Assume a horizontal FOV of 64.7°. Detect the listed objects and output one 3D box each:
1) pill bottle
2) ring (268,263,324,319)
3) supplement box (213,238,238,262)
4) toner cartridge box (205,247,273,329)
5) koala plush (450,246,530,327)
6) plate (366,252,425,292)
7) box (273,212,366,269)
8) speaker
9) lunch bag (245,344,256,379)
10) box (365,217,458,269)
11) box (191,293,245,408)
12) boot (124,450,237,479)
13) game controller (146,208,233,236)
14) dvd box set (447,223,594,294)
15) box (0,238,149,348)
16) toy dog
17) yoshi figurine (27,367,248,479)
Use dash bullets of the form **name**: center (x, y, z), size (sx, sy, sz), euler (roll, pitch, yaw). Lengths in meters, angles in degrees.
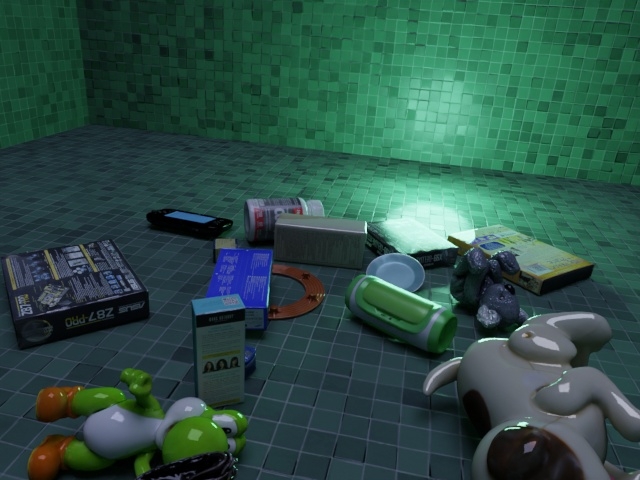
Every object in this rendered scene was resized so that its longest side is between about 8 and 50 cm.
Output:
- **pill bottle**: center (-0.138, -0.082, 1.909), size (0.284, 0.161, 0.161), euler (-4, 25, -17)
- **ring**: center (-0.155, 0.142, 1.554), size (0.337, 0.032, 0.336), euler (4, 24, -2)
- **supplement box**: center (-0.326, 0.034, 1.741), size (0.083, 0.056, 0.083), euler (-1, 24, -11)
- **toner cartridge box**: center (-0.224, 0.128, 1.443), size (0.165, 0.075, 0.347), euler (3, 24, -4)
- **koala plush**: center (0.502, 0.165, 1.479), size (0.196, 0.203, 0.221), euler (4, 41, -31)
- **plate**: center (0.242, 0.115, 1.637), size (0.188, 0.024, 0.188), euler (-3, 43, 3)
- **box**: center (0.000, 0.000, 1.768), size (0.312, 0.147, 0.121), euler (7, 23, 3)
- **speaker**: center (0.214, 0.195, 1.376), size (0.297, 0.131, 0.131), euler (23, 30, 36)
- **lunch bag**: center (-0.202, 0.276, 1.191), size (0.099, 0.065, 0.067), euler (12, 25, 17)
- **box**: center (0.317, 0.011, 1.879), size (0.243, 0.076, 0.307), euler (-7, 26, -24)
- **box**: center (-0.213, 0.236, 1.058), size (0.101, 0.244, 0.060), euler (-6, 26, -22)
- **boot**: center (-0.133, 0.395, 0.722), size (0.263, 0.228, 0.091), euler (-5, 25, -20)
- **game controller**: center (-0.505, -0.078, 1.960), size (0.320, 0.067, 0.166), euler (11, 24, 14)
- **dvd box set**: center (0.725, 0.055, 1.866), size (0.308, 0.062, 0.420), euler (-11, 27, -32)
- **box**: center (-0.696, 0.126, 1.422), size (0.319, 0.097, 0.395), euler (-10, 27, -34)
- **toy dog**: center (0.380, 0.330, 0.906), size (0.396, 0.284, 0.408), euler (10, 26, 13)
- **yoshi figurine**: center (-0.312, 0.345, 0.887), size (0.363, 0.203, 0.203), euler (4, 39, -7)
